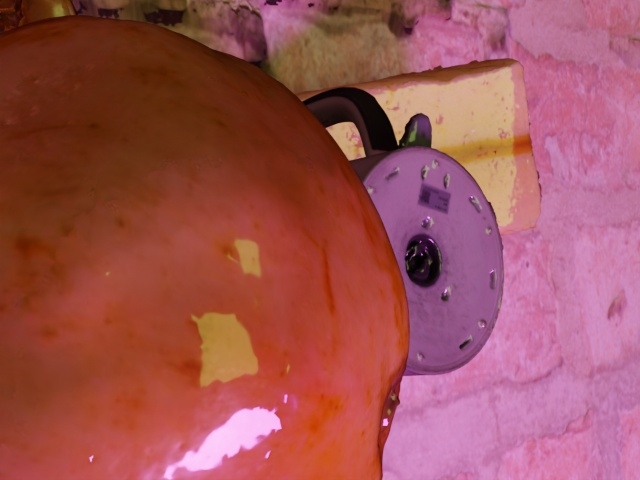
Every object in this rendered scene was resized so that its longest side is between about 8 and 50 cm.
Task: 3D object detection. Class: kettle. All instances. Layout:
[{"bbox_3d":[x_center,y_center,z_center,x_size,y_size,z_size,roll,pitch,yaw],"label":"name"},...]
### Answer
[{"bbox_3d":[0.000,0.000,1.172,0.165,0.255,0.240,14,75,-38],"label":"kettle"}]

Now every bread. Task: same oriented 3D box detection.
[{"bbox_3d":[0.063,-0.063,1.343,0.264,0.163,0.168,-17,99,-51],"label":"bread"}]

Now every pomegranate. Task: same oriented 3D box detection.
[{"bbox_3d":[-0.147,0.063,0.910,0.411,0.411,0.411,11,77,-51],"label":"pomegranate"}]

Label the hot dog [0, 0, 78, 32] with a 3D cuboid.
[{"bbox_3d":[-0.194,-0.109,1.097,0.055,0.072,0.188,-23,103,-29],"label":"hot dog"}]
